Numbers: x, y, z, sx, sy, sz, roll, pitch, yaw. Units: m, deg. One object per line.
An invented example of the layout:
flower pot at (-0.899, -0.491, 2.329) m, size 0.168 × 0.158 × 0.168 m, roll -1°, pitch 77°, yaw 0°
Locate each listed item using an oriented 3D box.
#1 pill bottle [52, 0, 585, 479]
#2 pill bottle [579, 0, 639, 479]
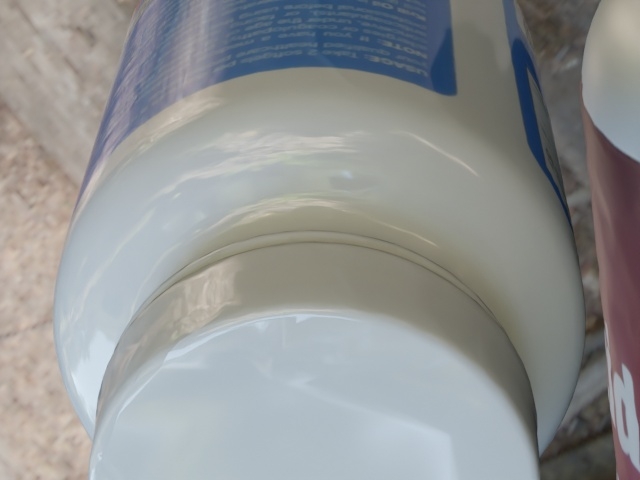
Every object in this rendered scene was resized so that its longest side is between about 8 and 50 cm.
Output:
pill bottle at (0.000, 0.000, 0.465) m, size 0.124 × 0.221 × 0.124 m, roll 1°, pitch 117°, yaw 2°
pill bottle at (0.203, 0.010, 0.618) m, size 0.224 × 0.224 × 0.392 m, roll 5°, pitch 121°, yaw 24°
